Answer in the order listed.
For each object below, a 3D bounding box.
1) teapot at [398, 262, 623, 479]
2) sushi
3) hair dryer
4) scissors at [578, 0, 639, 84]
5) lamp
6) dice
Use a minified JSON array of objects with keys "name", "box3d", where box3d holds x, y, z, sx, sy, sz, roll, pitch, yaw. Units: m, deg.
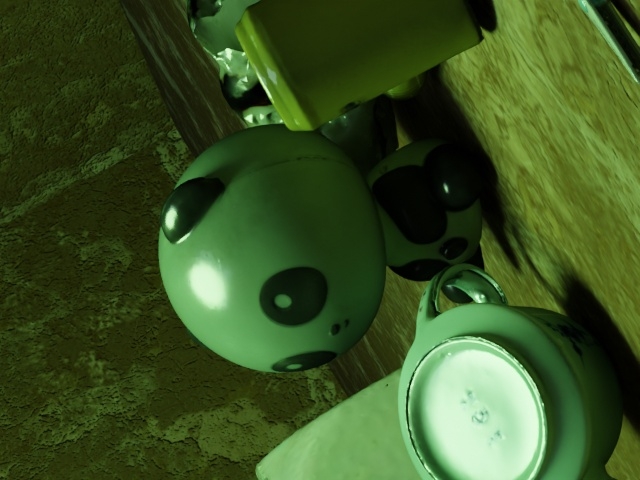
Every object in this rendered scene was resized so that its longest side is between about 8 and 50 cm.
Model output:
[{"name":"teapot","box3d":[0.147,0.112,1.383,0.232,0.159,0.159,54,172,20]},{"name":"sushi","box3d":[-0.020,-0.136,1.540,0.130,0.124,0.332,-83,-26,-51]},{"name":"hair dryer","box3d":[0.033,-0.124,1.295,0.090,0.135,0.278,61,-176,7]},{"name":"scissors","box3d":[0.132,-0.123,0.961,0.119,0.014,0.058,61,179,25]},{"name":"lamp","box3d":[0.000,0.000,1.460,0.198,0.244,0.198,168,90,-86]},{"name":"dice","box3d":[0.098,0.251,1.807,0.243,0.251,0.259,59,173,7]}]
